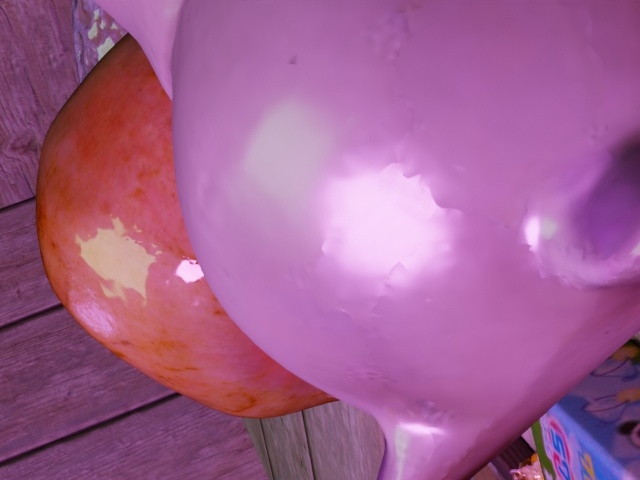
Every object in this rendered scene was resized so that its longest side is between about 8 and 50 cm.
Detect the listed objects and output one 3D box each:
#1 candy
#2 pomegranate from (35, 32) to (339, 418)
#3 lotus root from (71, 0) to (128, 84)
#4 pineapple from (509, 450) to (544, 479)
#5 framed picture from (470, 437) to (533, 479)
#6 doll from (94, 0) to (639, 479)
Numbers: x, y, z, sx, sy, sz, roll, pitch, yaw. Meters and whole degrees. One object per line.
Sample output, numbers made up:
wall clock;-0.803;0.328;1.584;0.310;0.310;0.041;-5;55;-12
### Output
candy;0.155;0.123;0.586;0.194;0.062;0.097;-133;23;-67
pomegranate;-0.033;-0.007;0.821;0.270;0.229;0.252;50;-179;42
lotus root;-0.107;-0.125;1.136;0.175;0.175;0.349;-153;52;-75
pineapple;0.133;0.168;0.850;0.083;0.045;0.019;62;180;16
framed picture;0.128;0.189;0.968;0.128;0.023;0.168;-129;20;-60
doll;0.010;-0.115;0.481;0.370;0.226;0.215;56;136;17
